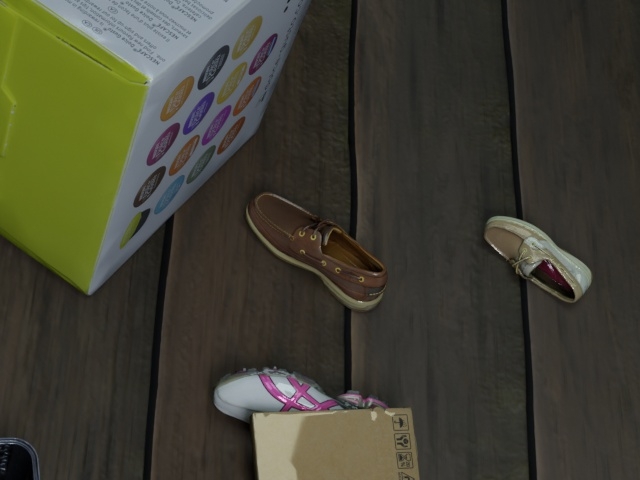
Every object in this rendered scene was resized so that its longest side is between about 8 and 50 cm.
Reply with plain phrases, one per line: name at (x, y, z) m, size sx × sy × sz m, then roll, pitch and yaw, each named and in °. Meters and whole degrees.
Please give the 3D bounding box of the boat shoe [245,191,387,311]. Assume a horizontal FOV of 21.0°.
boat shoe at (0.000, 0.000, 1.845) m, size 0.178 × 0.060 × 0.064 m, roll 37°, pitch 50°, yaw 11°

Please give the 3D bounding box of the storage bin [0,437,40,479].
storage bin at (-0.306, 0.270, 1.502) m, size 0.122 × 0.084 × 0.180 m, roll 2°, pitch 53°, yaw -19°

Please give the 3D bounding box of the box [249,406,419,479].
box at (0.019, 0.258, 1.630) m, size 0.164 × 0.021 × 0.201 m, roll 0°, pitch 71°, yaw -18°

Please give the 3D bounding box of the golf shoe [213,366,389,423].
golf shoe at (-0.017, 0.180, 1.690) m, size 0.186 × 0.067 × 0.086 m, roll 16°, pitch 50°, yaw -8°

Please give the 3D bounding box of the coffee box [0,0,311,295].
coffee box at (-0.242, -0.221, 1.752) m, size 0.338 × 0.337 × 0.334 m, roll 35°, pitch 50°, yaw 9°

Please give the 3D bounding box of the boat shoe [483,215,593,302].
boat shoe at (0.238, 0.021, 1.922) m, size 0.135 × 0.050 × 0.045 m, roll 30°, pitch 43°, yaw 5°
